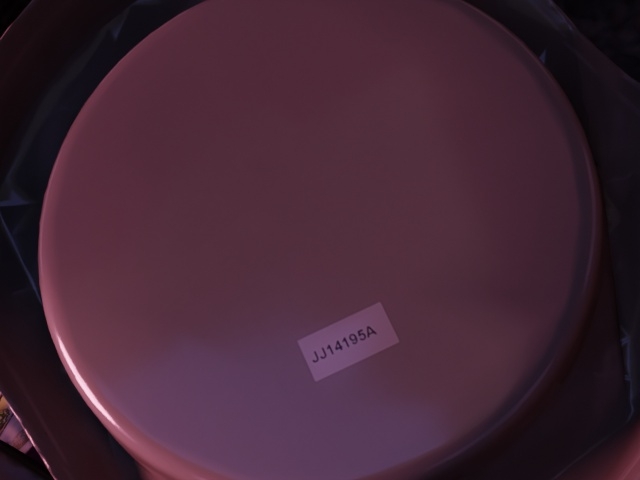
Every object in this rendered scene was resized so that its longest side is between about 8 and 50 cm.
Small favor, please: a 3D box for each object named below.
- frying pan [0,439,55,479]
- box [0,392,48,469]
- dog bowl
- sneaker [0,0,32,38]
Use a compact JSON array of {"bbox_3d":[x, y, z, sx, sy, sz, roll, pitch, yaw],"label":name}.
[{"bbox_3d":[-0.070,0.203,0.528,0.326,0.053,0.197,3,80,20],"label":"frying pan"},{"bbox_3d":[-0.197,0.043,0.637,0.293,0.057,0.201,-43,65,10],"label":"box"},{"bbox_3d":[0.000,0.000,0.488,0.349,0.102,0.348,-3,71,9],"label":"dog bowl"},{"bbox_3d":[-0.250,-0.143,0.684,0.286,0.109,0.130,-46,57,7],"label":"sneaker"}]
